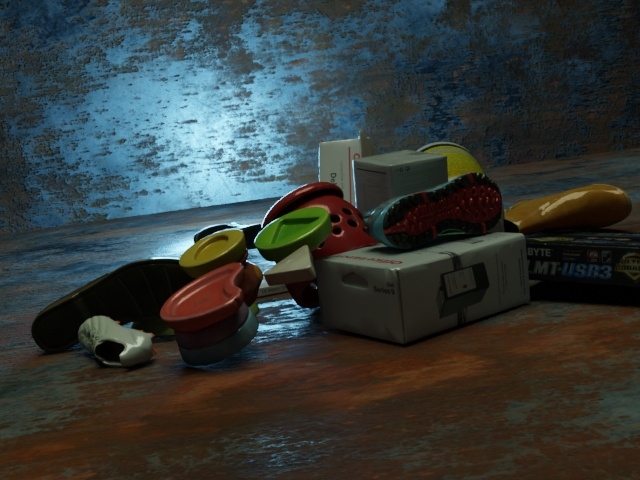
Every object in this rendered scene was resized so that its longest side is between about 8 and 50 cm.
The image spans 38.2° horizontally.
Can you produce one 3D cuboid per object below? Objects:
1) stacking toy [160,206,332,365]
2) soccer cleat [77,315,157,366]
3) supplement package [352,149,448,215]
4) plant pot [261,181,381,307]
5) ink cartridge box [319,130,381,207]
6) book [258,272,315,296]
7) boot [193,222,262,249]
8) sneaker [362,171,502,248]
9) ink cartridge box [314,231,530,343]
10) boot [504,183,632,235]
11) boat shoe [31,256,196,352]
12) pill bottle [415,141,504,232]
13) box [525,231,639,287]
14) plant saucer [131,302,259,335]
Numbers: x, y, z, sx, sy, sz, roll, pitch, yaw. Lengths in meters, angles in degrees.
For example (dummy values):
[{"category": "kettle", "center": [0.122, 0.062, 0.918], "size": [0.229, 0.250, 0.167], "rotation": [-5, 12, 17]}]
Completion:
[{"category": "stacking toy", "center": [-0.098, 0.080, 1.487], "size": [0.279, 0.130, 0.309], "rotation": [-18, 23, 14]}, {"category": "soccer cleat", "center": [-0.346, 0.165, 1.493], "size": [0.196, 0.068, 0.076], "rotation": [5, 18, 43]}, {"category": "supplement package", "center": [0.160, -0.041, 1.786], "size": [0.134, 0.244, 0.139], "rotation": [-12, 16, -28]}, {"category": "plant pot", "center": [0.000, 0.000, 1.662], "size": [0.191, 0.174, 0.191], "rotation": [-27, -21, -11]}, {"category": "ink cartridge box", "center": [0.078, -0.107, 2.103], "size": [0.119, 0.207, 0.353], "rotation": [-4, -11, 14]}, {"category": "book", "center": [-0.090, 0.086, 1.898], "size": [0.144, 0.035, 0.096], "rotation": [-10, 12, -15]}, {"category": "boot", "center": [-0.275, -0.002, 2.460], "size": [0.236, 0.085, 0.178], "rotation": [-8, 4, -44]}, {"category": "sneaker", "center": [0.183, -0.054, 1.535], "size": [0.262, 0.104, 0.125], "rotation": [-10, 7, -30]}, {"category": "ink cartridge box", "center": [0.165, 0.066, 1.509], "size": [0.289, 0.121, 0.211], "rotation": [-13, 11, -36]}, {"category": "boot", "center": [0.532, -0.051, 2.102], "size": [0.211, 0.104, 0.295], "rotation": [-19, 9, -32]}, {"category": "boat shoe", "center": [-0.362, 0.099, 1.643], "size": [0.307, 0.111, 0.104], "rotation": [-18, 9, -5]}, {"category": "pill bottle", "center": [0.285, -0.076, 1.982], "size": [0.188, 0.188, 0.334], "rotation": [-7, 25, -1]}, {"category": "box", "center": [0.502, 0.026, 1.579], "size": [0.295, 0.073, 0.293], "rotation": [3, 7, 43]}, {"category": "plant saucer", "center": [-0.236, 0.128, 1.729], "size": [0.241, 0.037, 0.241], "rotation": [-7, 9, 1]}]
